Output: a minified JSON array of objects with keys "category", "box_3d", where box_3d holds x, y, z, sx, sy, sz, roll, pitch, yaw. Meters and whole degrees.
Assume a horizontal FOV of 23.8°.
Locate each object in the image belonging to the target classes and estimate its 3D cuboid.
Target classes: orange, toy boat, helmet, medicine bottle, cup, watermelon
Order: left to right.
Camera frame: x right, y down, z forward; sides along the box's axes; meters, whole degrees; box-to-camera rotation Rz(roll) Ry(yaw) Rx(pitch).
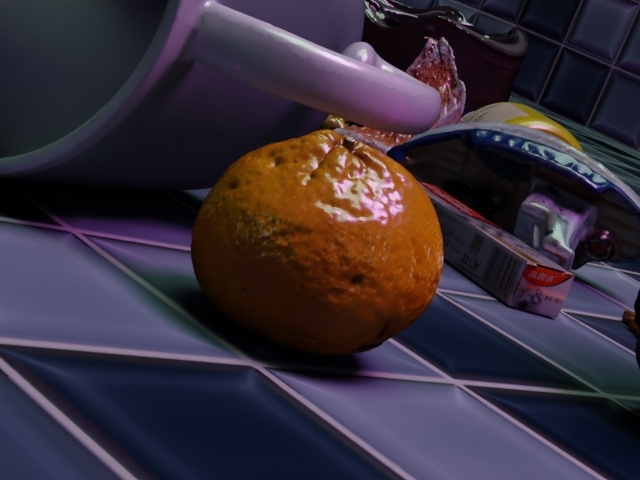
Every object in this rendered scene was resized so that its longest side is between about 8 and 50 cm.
[{"category":"cup","box_3d":[-0.080,-0.141,0.945,0.356,0.259,0.274,25,10,24]},{"category":"orange","box_3d":[0.002,0.000,0.812,0.135,0.117,0.135,28,12,-6]},{"category":"helmet","box_3d":[0.102,-0.208,1.861,0.305,0.177,0.225,24,18,40]},{"category":"watermelon","box_3d":[0.111,-0.108,1.545,0.098,0.158,0.121,34,-11,49]},{"category":"medicine bottle","box_3d":[0.191,-0.085,1.587,0.122,0.122,0.212,20,11,-13]},{"category":"toy boat","box_3d":[0.183,-0.034,1.395,0.262,0.114,0.115,28,44,21]}]

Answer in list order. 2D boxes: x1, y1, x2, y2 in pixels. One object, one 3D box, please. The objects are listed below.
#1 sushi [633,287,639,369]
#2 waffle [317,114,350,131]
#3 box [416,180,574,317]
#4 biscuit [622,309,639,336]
[{"category":"sushi","box_3d":[0.374,0.040,0.948,0.294,0.281,0.299,31,0,39]},{"category":"waffle","box_3d":[-0.065,-0.180,1.724,0.228,0.051,0.231,21,10,-3]},{"category":"box","box_3d":[0.123,0.000,1.252,0.055,0.039,0.218,15,13,-31]},{"category":"biscuit","box_3d":[0.287,0.079,1.266,0.082,0.016,0.092,26,10,17]}]
